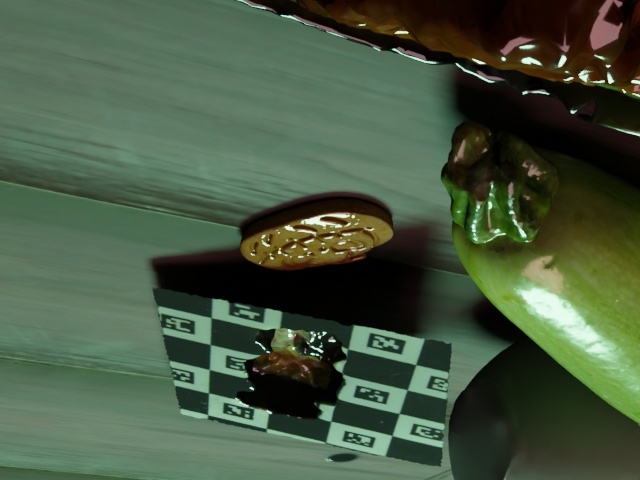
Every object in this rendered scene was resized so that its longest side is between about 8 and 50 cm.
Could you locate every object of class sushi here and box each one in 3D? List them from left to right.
[{"bbox_3d":[-0.004,0.074,1.071,0.192,0.050,0.215,11,153,6],"label":"sushi"}]

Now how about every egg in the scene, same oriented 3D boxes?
[{"bbox_3d":[0.205,0.142,1.111,0.232,0.176,0.176,-3,158,-25],"label":"egg"}]

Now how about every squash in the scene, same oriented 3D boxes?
[{"bbox_3d":[0.139,0.007,0.900,0.287,0.137,0.137,30,140,-35],"label":"squash"}]

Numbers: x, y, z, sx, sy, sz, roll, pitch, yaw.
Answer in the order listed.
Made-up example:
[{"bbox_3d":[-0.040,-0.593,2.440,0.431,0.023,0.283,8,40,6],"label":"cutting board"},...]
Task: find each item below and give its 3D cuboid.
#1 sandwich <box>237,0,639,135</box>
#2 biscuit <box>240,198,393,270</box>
[{"bbox_3d":[0.077,-0.125,0.497,0.250,0.162,0.301,13,-176,-9],"label":"sandwich"},{"bbox_3d":[0.000,0.000,0.949,0.091,0.015,0.078,-19,152,31],"label":"biscuit"}]
